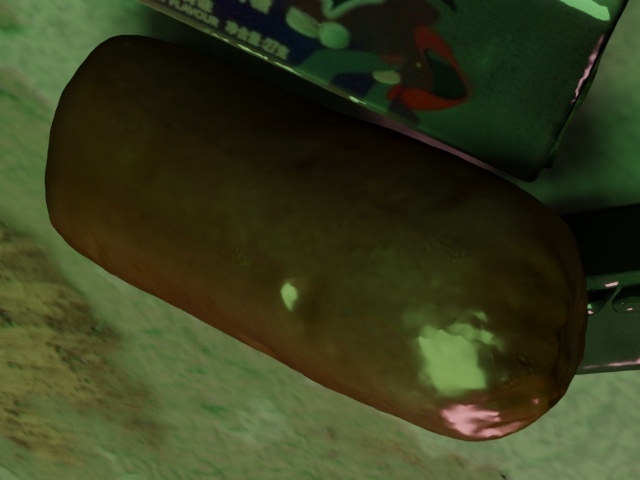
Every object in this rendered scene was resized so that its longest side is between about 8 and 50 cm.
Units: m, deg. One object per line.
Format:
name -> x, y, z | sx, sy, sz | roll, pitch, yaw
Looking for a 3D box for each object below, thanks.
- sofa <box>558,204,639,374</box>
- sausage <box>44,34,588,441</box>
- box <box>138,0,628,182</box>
sofa -> 0.143, 0.033, 0.857 | 0.147, 0.060, 0.085 | -8, 129, 37
sausage -> 0.000, 0.000, 0.829 | 0.259, 0.113, 0.113 | 25, 145, 33
box -> 0.009, -0.118, 0.769 | 0.224, 0.069, 0.120 | 25, 141, 5
